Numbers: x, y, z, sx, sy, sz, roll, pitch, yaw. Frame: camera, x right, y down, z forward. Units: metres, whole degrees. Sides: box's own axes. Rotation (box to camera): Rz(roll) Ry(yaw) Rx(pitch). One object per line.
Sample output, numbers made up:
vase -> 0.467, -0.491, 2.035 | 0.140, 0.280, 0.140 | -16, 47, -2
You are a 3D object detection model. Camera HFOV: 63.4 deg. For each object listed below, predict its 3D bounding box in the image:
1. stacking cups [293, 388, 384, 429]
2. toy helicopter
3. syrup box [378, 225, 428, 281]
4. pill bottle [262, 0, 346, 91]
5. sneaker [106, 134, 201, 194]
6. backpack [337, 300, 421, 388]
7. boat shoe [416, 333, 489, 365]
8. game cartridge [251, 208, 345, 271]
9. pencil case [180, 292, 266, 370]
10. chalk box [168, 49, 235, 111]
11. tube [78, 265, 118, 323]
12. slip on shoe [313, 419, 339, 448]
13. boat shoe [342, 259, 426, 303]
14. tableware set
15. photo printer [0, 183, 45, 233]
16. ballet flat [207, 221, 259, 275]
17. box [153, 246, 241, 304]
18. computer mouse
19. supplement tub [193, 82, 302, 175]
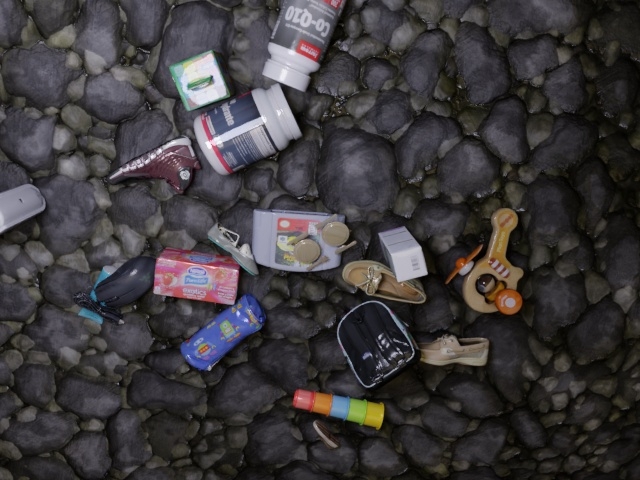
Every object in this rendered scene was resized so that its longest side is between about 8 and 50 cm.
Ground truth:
stacking cups -> 0.061, 0.596, 1.839 | 0.316, 0.096, 0.096 | 11, 105, -3
toy helicopter -> 0.557, 0.062, 1.712 | 0.235, 0.140, 0.354 | 12, 94, 3
syrup box -> 0.252, 0.037, 1.610 | 0.096, 0.237, 0.093 | -15, 106, 3
pill bottle -> -0.051, -0.576, 1.460 | 0.161, 0.161, 0.283 | 21, 104, -9
sneaker -> -0.493, -0.193, 1.576 | 0.281, 0.106, 0.162 | -26, 109, 4
backpack -> 0.187, 0.334, 1.704 | 0.225, 0.191, 0.253 | -38, 65, 9
boat shoe -> 0.438, 0.368, 1.786 | 0.303, 0.109, 0.098 | 6, 100, -11
game cartridge -> -0.074, 0.002, 1.681 | 0.294, 0.060, 0.196 | 3, 110, -4
pencil case -> -0.317, 0.310, 1.716 | 0.306, 0.119, 0.133 | -39, 75, 8
chalk box -> -0.330, -0.447, 1.454 | 0.132, 0.213, 0.132 | -19, 106, 2
tube -> -0.720, 0.180, 1.699 | 0.080, 0.052, 0.207 | 27, 107, -11
slip on shoe -> 0.012, 0.711, 1.889 | 0.041, 0.051, 0.135 | -35, 111, 19
boat shoe -> 0.213, 0.139, 1.713 | 0.285, 0.089, 0.104 | 13, 105, -6
tableware set -> 0.000, 0.000, 1.639 | 0.194, 0.039, 0.128 | -31, 117, 12
photo printer -> -0.952, -0.060, 1.480 | 0.256, 0.307, 0.107 | -25, 107, 1
ballet flat -> -0.265, 0.022, 1.644 | 0.213, 0.072, 0.068 | 40, 96, 5
box -> -0.386, 0.111, 1.654 | 0.257, 0.128, 0.122 | 9, 105, -5
computer mouse -> -0.625, 0.162, 1.658 | 0.272, 0.072, 0.188 | -40, 132, 3
supplement tub -> -0.209, -0.323, 1.507 | 0.272, 0.191, 0.191 | -24, 106, 4
